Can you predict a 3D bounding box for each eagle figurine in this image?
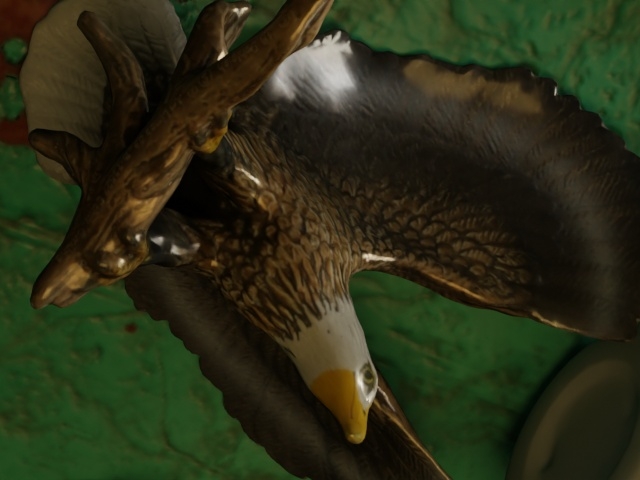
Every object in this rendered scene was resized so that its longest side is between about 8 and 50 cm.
[{"bbox_3d":[0.001,0.010,0.941,0.226,0.225,0.298,-5,162,38],"label":"eagle figurine"}]

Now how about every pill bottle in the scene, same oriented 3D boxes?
[{"bbox_3d":[0.236,0.163,1.045,0.264,0.146,0.146,32,108,-20],"label":"pill bottle"}]
